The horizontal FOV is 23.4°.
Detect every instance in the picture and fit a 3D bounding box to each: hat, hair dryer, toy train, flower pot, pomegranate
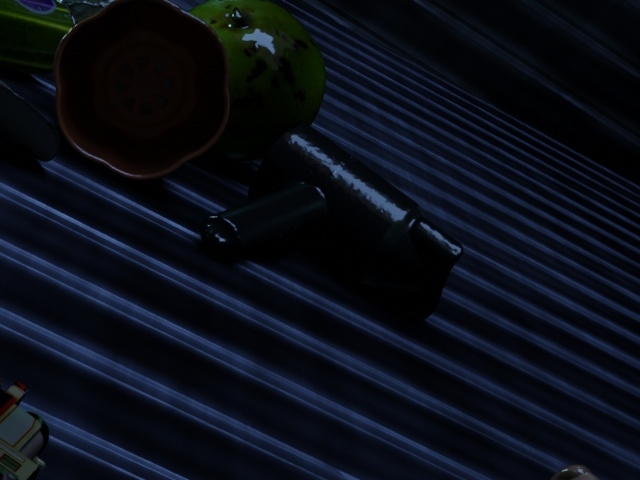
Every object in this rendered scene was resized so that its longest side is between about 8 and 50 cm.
[{"bbox_3d":[-0.330,-0.124,1.463,0.175,0.085,0.147,48,-8,-32],"label":"hat"},{"bbox_3d":[0.000,0.000,1.641,0.244,0.116,0.302,35,27,18],"label":"hair dryer"},{"bbox_3d":[-0.203,0.120,0.915,0.087,0.050,0.138,35,13,-2],"label":"toy train"},{"bbox_3d":[-0.193,-0.164,1.657,0.190,0.191,0.173,28,2,-10],"label":"flower pot"},{"bbox_3d":[-0.097,-0.176,1.870,0.211,0.211,0.263,39,-27,29],"label":"pomegranate"}]

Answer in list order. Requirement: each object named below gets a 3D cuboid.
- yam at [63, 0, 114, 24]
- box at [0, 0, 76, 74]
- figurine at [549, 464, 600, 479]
[{"bbox_3d":[-0.251,-0.262,1.969,0.183,0.107,0.107,32,15,-3],"label":"yam"},{"bbox_3d":[-0.420,-0.257,1.636,0.134,0.097,0.345,37,16,29],"label":"box"},{"bbox_3d":[0.266,0.250,1.319,0.157,0.114,0.126,4,-22,8],"label":"figurine"}]
